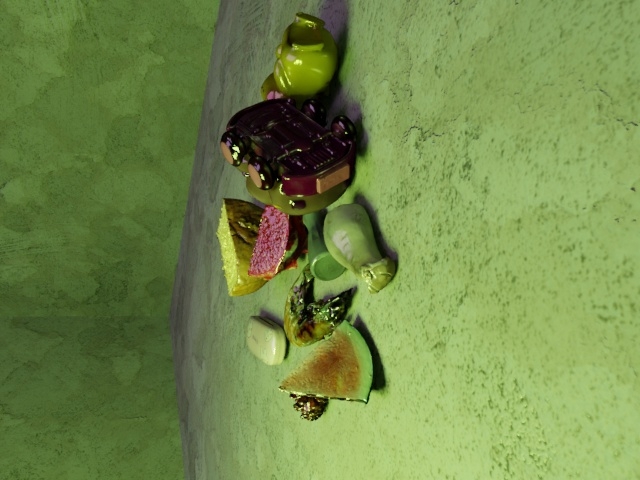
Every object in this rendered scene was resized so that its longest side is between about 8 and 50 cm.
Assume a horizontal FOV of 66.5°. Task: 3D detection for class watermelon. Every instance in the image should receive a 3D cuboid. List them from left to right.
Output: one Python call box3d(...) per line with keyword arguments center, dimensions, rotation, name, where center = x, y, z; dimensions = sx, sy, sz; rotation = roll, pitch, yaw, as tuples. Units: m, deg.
box3d(center=(0.029, 0.299, 1.024), dimensions=(0.136, 0.202, 0.207), rotation=(61, 175, -30), name="watermelon")

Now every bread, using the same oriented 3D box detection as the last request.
box3d(center=(-0.218, 0.022, 1.564), dimensions=(0.194, 0.179, 0.340), rotation=(114, 146, -42), name="bread")

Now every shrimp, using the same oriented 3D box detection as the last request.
box3d(center=(-0.016, 0.145, 1.240), dimensions=(0.365, 0.071, 0.233), rotation=(138, 138, -56), name="shrimp")

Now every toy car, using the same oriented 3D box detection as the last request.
box3d(center=(-0.072, -0.176, 1.171), dimensions=(0.340, 0.271, 0.240), rotation=(44, 152, 35), name="toy car")

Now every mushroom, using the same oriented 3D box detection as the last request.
box3d(center=(0.072, 0.017, 1.020), dimensions=(0.116, 0.093, 0.225), rotation=(-48, 36, 24), name="mushroom")

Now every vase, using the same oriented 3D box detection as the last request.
box3d(center=(0.000, 0.000, 1.191), dimensions=(0.214, 0.086, 0.086), rotation=(-108, 31, -53), name="vase")

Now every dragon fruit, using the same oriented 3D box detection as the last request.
box3d(center=(-0.081, -0.006, 1.350), dimensions=(0.126, 0.161, 0.274), rotation=(21, 100, 35), name="dragon fruit")

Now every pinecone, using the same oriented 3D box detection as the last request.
box3d(center=(-0.022, 0.384, 1.192), dimensions=(0.102, 0.102, 0.109), rotation=(29, 141, 64), name="pinecone")

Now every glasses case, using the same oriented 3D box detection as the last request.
box3d(center=(-0.178, 0.314, 1.556), dimensions=(0.297, 0.075, 0.113), rotation=(-176, 91, -65), name="glasses case")

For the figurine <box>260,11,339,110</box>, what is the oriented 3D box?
box3d(center=(-0.057, -0.418, 1.279), dimensions=(0.327, 0.169, 0.218), rotation=(130, 153, -49), name="figurine")
